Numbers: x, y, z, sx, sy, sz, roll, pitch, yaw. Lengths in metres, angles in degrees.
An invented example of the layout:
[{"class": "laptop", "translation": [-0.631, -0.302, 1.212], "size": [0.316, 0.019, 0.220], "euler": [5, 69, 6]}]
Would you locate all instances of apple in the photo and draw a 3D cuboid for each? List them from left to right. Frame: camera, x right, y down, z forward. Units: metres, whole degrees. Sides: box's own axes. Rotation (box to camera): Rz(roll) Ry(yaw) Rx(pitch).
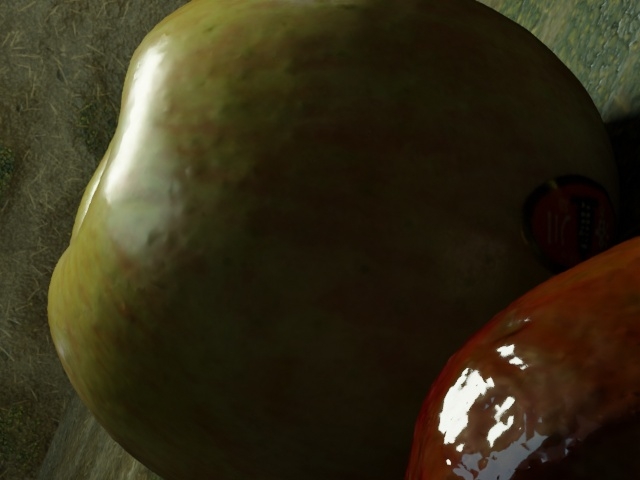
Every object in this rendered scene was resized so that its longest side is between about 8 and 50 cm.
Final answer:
[{"class": "apple", "translation": [0.000, 0.000, 0.941], "size": [0.391, 0.346, 0.391], "euler": [-55, 22, 34]}]

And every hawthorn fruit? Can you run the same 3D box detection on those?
[{"class": "hawthorn fruit", "translation": [0.138, 0.096, 0.523], "size": [0.224, 0.261, 0.224], "euler": [176, 90, -79]}]
